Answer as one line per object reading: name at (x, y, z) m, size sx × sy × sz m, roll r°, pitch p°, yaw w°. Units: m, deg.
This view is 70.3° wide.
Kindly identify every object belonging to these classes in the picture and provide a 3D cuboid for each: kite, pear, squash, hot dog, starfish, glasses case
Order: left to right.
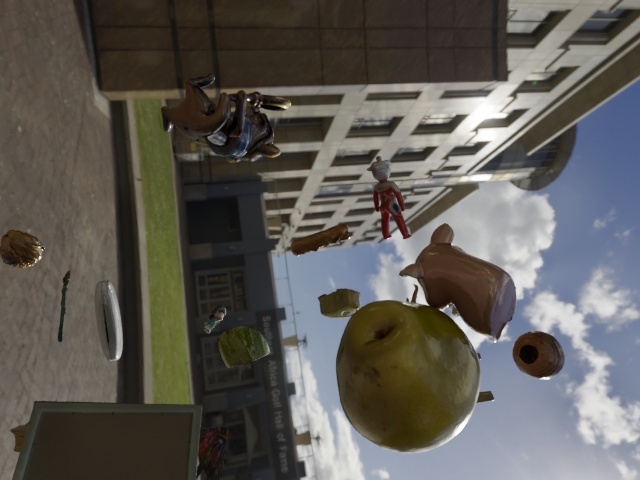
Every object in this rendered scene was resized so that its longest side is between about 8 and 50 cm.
glasses case at (-0.504, 0.191, 1.085) m, size 0.074 × 0.049 × 0.193 m, roll -171°, pitch -107°, yaw -75°
kite at (-0.391, 0.735, 1.596) m, size 0.233 × 0.016 × 0.321 m, roll -56°, pitch -138°, yaw 5°
squash at (-0.304, 0.421, 1.736) m, size 0.085 × 0.192 × 0.184 m, roll -110°, pitch 179°, yaw -57°
hot dog at (0.000, 0.000, 1.705) m, size 0.109 × 0.270 × 0.072 m, roll -28°, pitch 99°, yaw -60°
starfish at (0.272, 0.276, 1.491) m, size 0.138 × 0.050 × 0.247 m, roll 94°, pitch 18°, yaw -62°
pear at (0.210, 0.326, 1.127) m, size 0.418 × 0.363 × 0.362 m, roll 54°, pitch 9°, yaw -39°

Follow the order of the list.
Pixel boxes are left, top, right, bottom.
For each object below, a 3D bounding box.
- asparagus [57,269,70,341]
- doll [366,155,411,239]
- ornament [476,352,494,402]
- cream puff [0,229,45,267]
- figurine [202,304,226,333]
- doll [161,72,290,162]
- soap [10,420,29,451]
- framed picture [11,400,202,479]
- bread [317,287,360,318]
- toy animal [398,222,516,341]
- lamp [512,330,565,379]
asparagus at (-0.808, 0.203, 1.432) m, size 0.023 × 0.022 × 0.232 m, roll 44°, pitch 39°, yaw -64°
doll at (0.298, -0.188, 2.029) m, size 0.188 × 0.099 × 0.383 m, roll 3°, pitch -66°, yaw 54°
ornament at (0.454, 0.469, 1.597) m, size 0.061 × 0.245 × 0.230 m, roll 13°, pitch 63°, yaw -78°
cream puff at (-0.927, 0.034, 1.405) m, size 0.133 × 0.119 × 0.104 m, roll -40°, pitch -143°, yaw 39°
figurine at (-0.358, 0.268, 1.540) m, size 0.106 × 0.047 × 0.060 m, roll -57°, pitch 164°, yaw -35°
doll at (-0.282, -0.368, 1.396) m, size 0.318 × 0.340 × 0.209 m, roll -14°, pitch -108°, yaw 36°
soap at (-0.906, 0.692, 1.626) m, size 0.199 × 0.315 × 0.091 m, roll -3°, pitch 91°, yaw -73°
framed picture at (-0.336, 0.367, 0.724) m, size 0.017 × 0.275 × 0.217 m, roll 115°, pitch -22°, yaw -51°
bread at (0.078, 0.232, 1.660) m, size 0.125 × 0.156 × 0.086 m, roll 37°, pitch 40°, yaw -45°
toy animal at (0.369, 0.113, 1.172) m, size 0.256 × 0.195 × 0.212 m, roll 25°, pitch -27°, yaw 32°
lamp at (0.613, 0.322, 1.281) m, size 0.136 × 0.137 × 0.136 m, roll 174°, pitch -90°, yaw -77°
